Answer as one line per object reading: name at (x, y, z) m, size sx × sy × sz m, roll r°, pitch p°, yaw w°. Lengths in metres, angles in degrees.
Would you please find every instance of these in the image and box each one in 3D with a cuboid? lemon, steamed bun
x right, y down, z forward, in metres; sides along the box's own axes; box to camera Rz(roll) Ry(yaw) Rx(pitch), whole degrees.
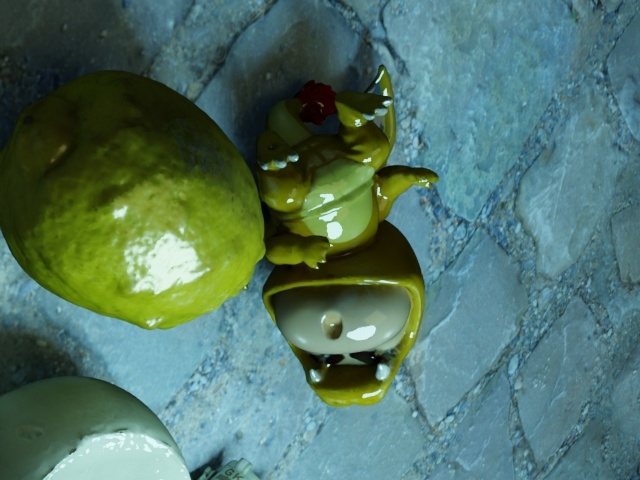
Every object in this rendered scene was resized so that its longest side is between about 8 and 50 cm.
lemon at (-0.209, -0.038, 1.443) m, size 0.285 × 0.285 × 0.316 m, roll -48°, pitch 155°, yaw -21°
steamed bun at (-0.316, 0.310, 1.530) m, size 0.324 × 0.206 × 0.324 m, roll -21°, pitch 122°, yaw -37°

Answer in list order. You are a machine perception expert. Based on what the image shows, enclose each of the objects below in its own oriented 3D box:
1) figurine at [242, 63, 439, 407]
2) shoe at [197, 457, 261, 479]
figurine at (0.031, -0.016, 1.718) m, size 0.401 × 0.268 × 0.387 m, roll -41°, pitch 131°, yaw -34°
shoe at (-0.147, 0.379, 1.820) m, size 0.316 × 0.124 × 0.159 m, roll 24°, pitch 90°, yaw -55°
